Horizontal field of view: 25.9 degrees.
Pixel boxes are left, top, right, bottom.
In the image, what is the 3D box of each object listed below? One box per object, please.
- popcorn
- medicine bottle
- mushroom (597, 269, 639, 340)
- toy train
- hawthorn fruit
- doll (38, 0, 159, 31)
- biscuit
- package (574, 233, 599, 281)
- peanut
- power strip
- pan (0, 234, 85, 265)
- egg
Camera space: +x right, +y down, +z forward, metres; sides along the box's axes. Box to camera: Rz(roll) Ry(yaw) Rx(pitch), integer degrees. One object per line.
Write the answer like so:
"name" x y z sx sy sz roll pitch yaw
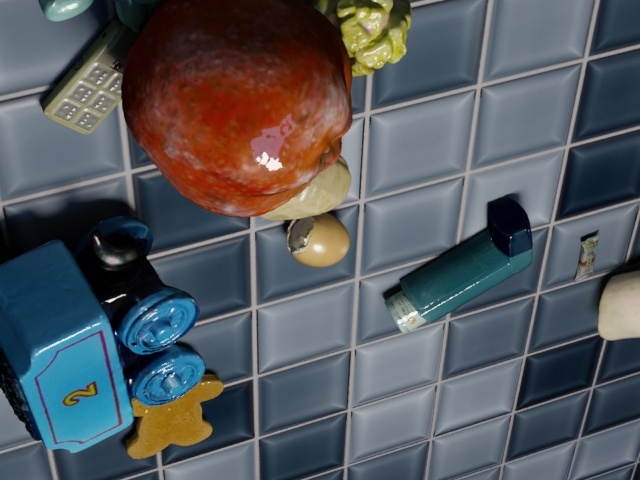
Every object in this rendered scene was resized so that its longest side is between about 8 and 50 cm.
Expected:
"popcorn" 0.046 -0.263 1.652 0.126 0.145 0.126 -21 147 2
"medicine bottle" 0.216 0.046 2.133 0.258 0.079 0.124 -32 144 6
"mushroom" 0.653 0.064 2.271 0.353 0.353 0.325 -1 113 -29
"toy train" -0.299 0.123 1.802 0.265 0.188 0.300 -26 150 -16
"hawthorn fruit" -0.084 -0.163 1.549 0.284 0.284 0.284 -16 139 -14
"doll" -0.231 -0.292 1.527 0.158 0.059 0.159 -12 136 -19
"biscuit" -0.228 0.242 2.121 0.158 0.035 0.240 -11 138 -23
"package" 0.439 0.029 2.293 0.037 0.015 0.110 -23 142 -15
"peanut" -0.084 -0.092 1.795 0.274 0.111 0.125 15 140 -36
"power strip" -0.252 -0.197 1.641 0.076 0.028 0.169 25 118 -43
"pan" -0.373 0.036 1.814 0.212 0.040 0.115 -19 145 -10
"egg" 0.000 0.000 1.956 0.096 0.080 0.080 21 120 -39
